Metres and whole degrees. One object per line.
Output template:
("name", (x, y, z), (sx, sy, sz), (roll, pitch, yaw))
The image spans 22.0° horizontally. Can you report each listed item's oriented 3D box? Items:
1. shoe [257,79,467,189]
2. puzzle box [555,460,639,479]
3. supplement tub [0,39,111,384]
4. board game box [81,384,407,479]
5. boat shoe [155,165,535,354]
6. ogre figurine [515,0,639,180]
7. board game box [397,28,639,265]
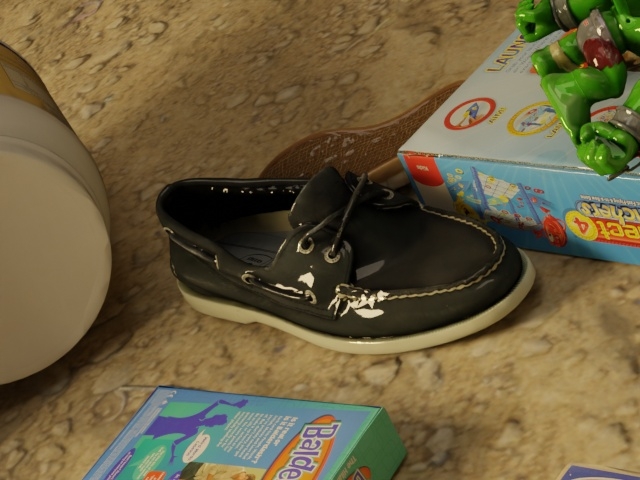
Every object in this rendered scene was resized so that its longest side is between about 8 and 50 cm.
("shoe", (0.047, -0.062, 1.365), (0.219, 0.058, 0.076), (-21, 50, 18))
("puzzle box", (0.201, 0.234, 0.728), (0.409, 0.052, 0.272), (2, 42, 50))
("supplement tub", (-0.316, -0.037, 1.426), (0.241, 0.241, 0.331), (-31, 30, -6))
("board game box", (-0.069, 0.172, 1.095), (0.210, 0.047, 0.160), (1, 40, 41))
("boat shoe", (0.002, -0.003, 1.241), (0.340, 0.113, 0.127), (9, 46, 46))
("ogre figurine", (0.205, -0.130, 1.119), (0.118, 0.097, 0.197), (-32, 17, 15))
("board game box", (0.266, -0.113, 1.224), (0.302, 0.086, 0.308), (10, 46, 47))
